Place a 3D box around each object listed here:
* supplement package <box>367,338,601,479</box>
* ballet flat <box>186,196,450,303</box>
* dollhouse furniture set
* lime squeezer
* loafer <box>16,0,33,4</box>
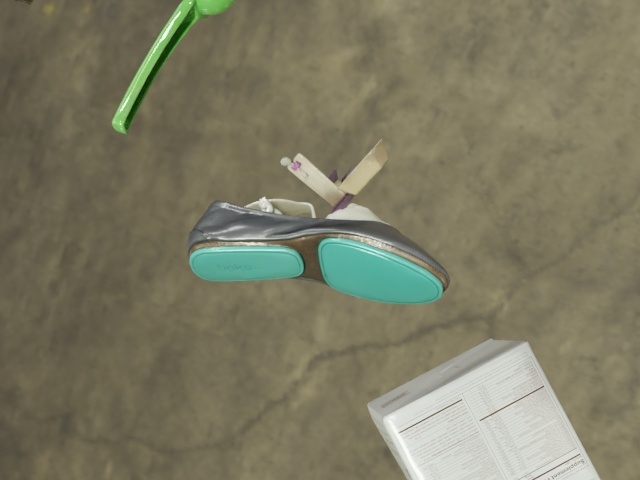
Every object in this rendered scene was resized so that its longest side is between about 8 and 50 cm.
[{"bbox_3d":[0.158,0.213,1.220,0.149,0.194,0.203,-28,88,-3],"label":"supplement package"},{"bbox_3d":[0.000,0.000,0.996,0.203,0.074,0.074,5,76,12],"label":"ballet flat"},{"bbox_3d":[0.019,-0.088,1.338,0.114,0.081,0.091,-47,3,44],"label":"dollhouse furniture set"},{"bbox_3d":[-0.051,-0.198,1.034,0.110,0.310,0.059,56,169,10],"label":"lime squeezer"},{"bbox_3d":[-0.290,-0.291,1.259,0.366,0.130,0.134,-23,11,2],"label":"loafer"}]
